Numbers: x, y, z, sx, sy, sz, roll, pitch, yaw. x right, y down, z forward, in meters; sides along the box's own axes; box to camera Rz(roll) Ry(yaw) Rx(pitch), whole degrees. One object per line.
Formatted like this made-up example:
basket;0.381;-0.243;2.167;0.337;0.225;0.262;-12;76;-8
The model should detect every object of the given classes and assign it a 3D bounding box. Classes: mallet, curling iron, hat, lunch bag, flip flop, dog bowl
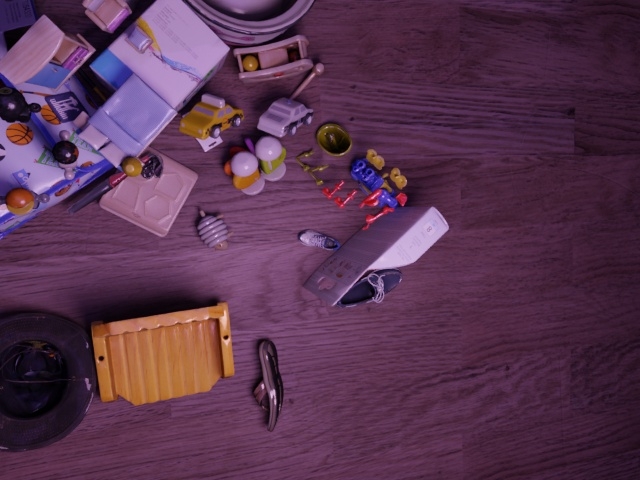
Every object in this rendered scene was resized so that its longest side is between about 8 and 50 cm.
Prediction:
mallet;-0.582;-0.392;1.226;0.039;0.062;0.189;-41;105;-12
curling iron;-0.533;-0.146;1.240;0.274;0.035;0.068;-33;101;-17
hat;-0.738;0.355;1.207;0.332;0.134;0.331;6;75;-24
lunch bag;-0.707;-0.241;1.117;0.385;0.239;0.327;-41;106;-27
flip flop;-0.166;0.438;1.428;0.080;0.112;0.276;-6;100;8
dog bowl;-0.212;-0.707;1.246;0.408;0.150;0.407;2;84;-19

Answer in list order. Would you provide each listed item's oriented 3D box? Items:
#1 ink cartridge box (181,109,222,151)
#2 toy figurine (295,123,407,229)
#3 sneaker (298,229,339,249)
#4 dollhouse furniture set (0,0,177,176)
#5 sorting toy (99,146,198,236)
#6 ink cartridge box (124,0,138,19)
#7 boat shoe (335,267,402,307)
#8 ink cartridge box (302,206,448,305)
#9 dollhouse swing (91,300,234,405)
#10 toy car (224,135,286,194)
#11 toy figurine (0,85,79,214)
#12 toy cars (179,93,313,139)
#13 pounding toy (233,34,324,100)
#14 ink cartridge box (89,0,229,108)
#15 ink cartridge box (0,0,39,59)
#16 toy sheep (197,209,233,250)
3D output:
ink cartridge box;-0.333;-0.314;1.334;0.063;0.029;0.115;-34;105;-14
toy figurine;0.121;-0.172;1.451;0.191;0.217;0.362;-48;64;6
sneaker;0.000;0.000;1.458;0.135;0.058;0.052;12;91;-18
dollhouse furniture set;-0.433;-0.323;1.002;0.286;0.198;0.303;-44;107;4
sorting toy;-0.471;-0.141;1.304;0.193;0.038;0.208;29;81;-19
ink cartridge box;-0.549;-0.698;1.151;0.233;0.171;0.168;25;87;-18
boat shoe;0.158;0.152;1.514;0.255;0.079;0.095;-14;99;-17
ink cartridge box;0.147;0.053;1.380;0.385;0.308;0.091;-44;105;-10
dollhouse swing;-0.398;0.311;1.227;0.347;0.305;0.314;-6;97;-19
toy car;-0.190;-0.230;1.344;0.182;0.159;0.136;-35;68;-12
toy figurine;-0.615;-0.174;0.954;0.209;0.148;0.213;46;72;-20
toy cars;-0.188;-0.351;1.285;0.394;0.176;0.087;-7;131;-22
pounding toy;-0.100;-0.475;1.330;0.270;0.154;0.154;-14;99;-16
ink cartridge box;-0.403;-0.446;1.209;0.197;0.198;0.270;42;82;-17
ink cartridge box;-0.799;-0.492;1.042;0.330;0.071;0.324;-21;58;-15
toy sheep;-0.305;-0.029;1.343;0.091;0.091;0.132;-33;90;-13
